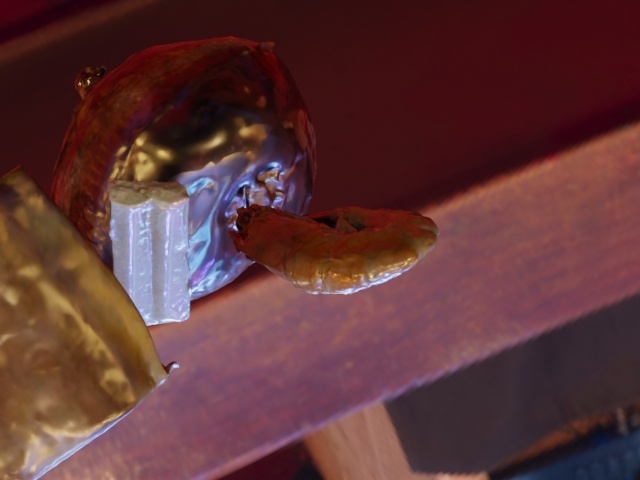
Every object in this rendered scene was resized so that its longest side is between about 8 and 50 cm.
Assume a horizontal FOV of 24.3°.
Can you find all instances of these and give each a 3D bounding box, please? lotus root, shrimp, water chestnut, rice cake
[{"bbox_3d":[-0.156,0.054,0.677,0.138,0.235,0.119,-36,93,-14],"label":"lotus root"},{"bbox_3d":[0.000,0.000,0.978,0.101,0.190,0.042,-28,115,-32],"label":"shrimp"},{"bbox_3d":[-0.173,-0.105,1.746,0.350,0.302,0.350,-43,157,-24],"label":"water chestnut"},{"bbox_3d":[-0.170,0.016,1.475,0.085,0.040,0.226,-8,145,-11],"label":"rice cake"}]
